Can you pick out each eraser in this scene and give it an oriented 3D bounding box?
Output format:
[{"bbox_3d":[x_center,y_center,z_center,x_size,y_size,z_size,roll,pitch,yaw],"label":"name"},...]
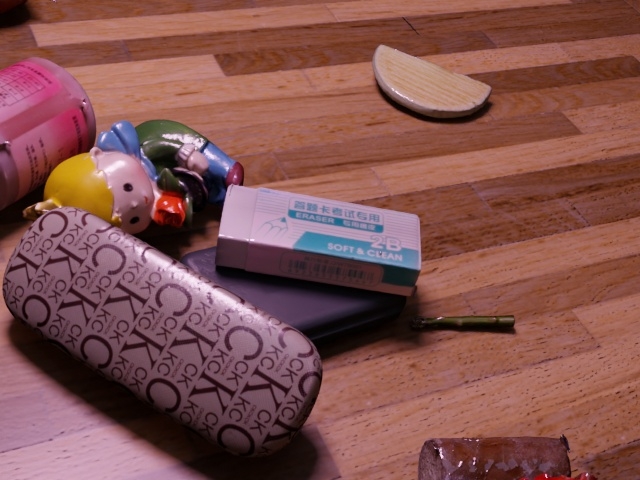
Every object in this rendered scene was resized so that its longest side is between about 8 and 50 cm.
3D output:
[{"bbox_3d":[0.000,0.000,1.030,0.225,0.052,0.095,9,42,-4],"label":"eraser"}]

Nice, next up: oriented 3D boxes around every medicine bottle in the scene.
[{"bbox_3d":[-0.387,-0.109,1.066,0.147,0.147,0.247,30,45,18],"label":"medicine bottle"}]

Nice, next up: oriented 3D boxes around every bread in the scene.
[{"bbox_3d":[0.160,-0.228,1.408,0.193,0.036,0.112,21,47,4],"label":"bread"}]

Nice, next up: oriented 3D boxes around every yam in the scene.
[{"bbox_3d":[0.169,0.225,0.882,0.141,0.079,0.079,3,43,-8],"label":"yam"}]

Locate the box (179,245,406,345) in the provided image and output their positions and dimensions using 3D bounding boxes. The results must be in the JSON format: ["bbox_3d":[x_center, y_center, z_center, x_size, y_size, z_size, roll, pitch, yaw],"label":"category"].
[{"bbox_3d":[-0.031,0.054,1.041,0.230,0.050,0.160,-15,48,-27],"label":"box"}]

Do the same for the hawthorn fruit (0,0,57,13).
[{"bbox_3d":[-0.499,-0.416,1.363,0.235,0.181,0.181,21,42,-6],"label":"hawthorn fruit"}]

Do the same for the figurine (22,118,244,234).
[{"bbox_3d":[-0.210,-0.048,1.070,0.185,0.127,0.234,33,35,11],"label":"figurine"}]

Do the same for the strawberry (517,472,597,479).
[{"bbox_3d":[0.214,0.302,0.748,0.190,0.111,0.236,40,57,-2],"label":"strawberry"}]

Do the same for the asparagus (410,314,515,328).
[{"bbox_3d":[0.165,0.095,1.068,0.127,0.018,0.015,0,83,-10],"label":"asparagus"}]

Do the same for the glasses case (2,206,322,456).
[{"bbox_3d":[-0.163,0.087,0.915,0.354,0.085,0.137,27,83,17],"label":"glasses case"}]
